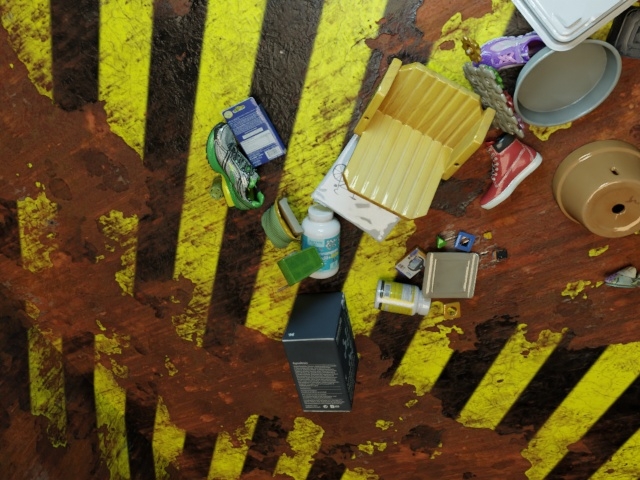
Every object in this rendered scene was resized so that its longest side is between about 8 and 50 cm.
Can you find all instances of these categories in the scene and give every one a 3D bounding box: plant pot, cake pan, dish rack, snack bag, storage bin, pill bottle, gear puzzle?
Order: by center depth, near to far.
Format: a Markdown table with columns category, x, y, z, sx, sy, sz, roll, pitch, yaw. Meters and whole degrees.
| category | x | y | z | sx | sy | sz | roll | pitch | yaw |
| --- | --- | --- | --- | --- | --- | --- | --- | --- | --- |
| dish rack | 0.631 | -0.689 | 1.283 | 0.286 | 0.072 | 0.332 | -36 | 86 | 15 |
| storage bin | 0.900 | -0.566 | 1.389 | 0.180 | 0.084 | 0.121 | 9 | 123 | 5 |
| cake pan | 0.698 | -0.455 | 1.457 | 0.294 | 0.054 | 0.293 | -3 | 143 | -3 |
| gear puzzle | 0.495 | -0.456 | 1.482 | 0.044 | 0.175 | 0.339 | -38 | 118 | 3 |
| plant pot | 0.897 | -0.142 | 1.582 | 0.291 | 0.203 | 0.290 | 6 | 123 | 9 |
| snack bag | 0.188 | -0.194 | 1.754 | 0.323 | 0.037 | 0.342 | 33 | 108 | -11 |
| plant pot | -0.376 | -0.191 | 1.888 | 0.084 | 0.079 | 0.083 | 5 | 122 | 8 |
| pill bottle | 0.000 | 0.000 | 1.889 | 0.147 | 0.146 | 0.263 | 5 | 122 | 9 |
| pill bottle | 0.319 | 0.227 | 1.981 | 0.209 | 0.119 | 0.119 | 10 | 123 | 6 |

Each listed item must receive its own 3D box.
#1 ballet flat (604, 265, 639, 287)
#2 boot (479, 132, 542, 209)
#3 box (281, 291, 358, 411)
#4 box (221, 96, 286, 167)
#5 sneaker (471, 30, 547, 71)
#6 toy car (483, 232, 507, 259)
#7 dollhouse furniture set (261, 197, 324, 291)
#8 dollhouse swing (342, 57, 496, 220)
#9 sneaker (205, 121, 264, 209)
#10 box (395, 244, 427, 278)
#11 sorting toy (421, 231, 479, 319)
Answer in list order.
| category | x | y | z | sx | sy | sz | roll | pitch | yaw |
| --- | --- | --- | --- | --- | --- | --- | --- | --- | --- |
| ballet flat | 1.120 | 0.134 | 1.792 | 0.222 | 0.077 | 0.079 | 9 | 104 | 0 |
| boot | 0.571 | -0.234 | 1.665 | 0.176 | 0.088 | 0.244 | 34 | 114 | -10 |
| box | 0.013 | 0.455 | 2.082 | 0.212 | 0.293 | 0.395 | -5 | 121 | 14 |
| box | -0.230 | -0.378 | 1.767 | 0.137 | 0.036 | 0.225 | -19 | 118 | 22 |
| sneaker | 0.559 | -0.540 | 1.464 | 0.237 | 0.104 | 0.095 | -11 | 120 | 19 |
| toy car | 0.636 | 0.017 | 1.845 | 0.041 | 0.060 | 0.121 | -4 | 111 | 65 |
| dollhouse furniture set | -0.153 | 0.021 | 1.834 | 0.198 | 0.151 | 0.301 | -33 | 85 | 53 |
| dollhouse swing | 0.277 | -0.287 | 1.536 | 0.347 | 0.304 | 0.315 | 27 | 149 | -5 |
| sneaker | -0.287 | -0.261 | 1.786 | 0.147 | 0.134 | 0.343 | 4 | 132 | 29 |
| box | 0.350 | 0.087 | 1.942 | 0.081 | 0.028 | 0.136 | 38 | 119 | -12 |
| sorting toy | 0.482 | 0.129 | 1.900 | 0.196 | 0.047 | 0.347 | 2 | 106 | -5 |
